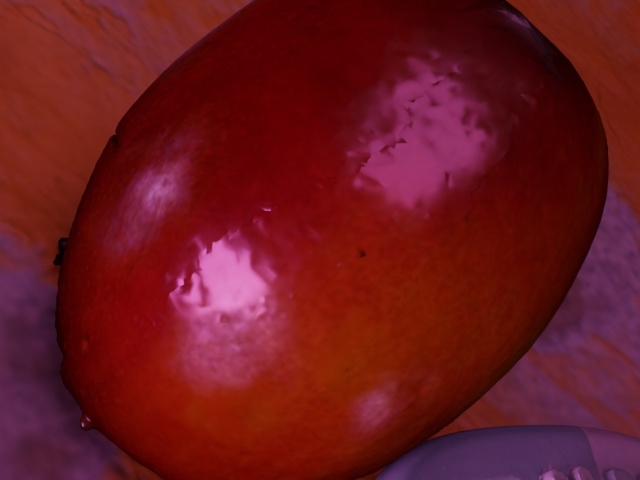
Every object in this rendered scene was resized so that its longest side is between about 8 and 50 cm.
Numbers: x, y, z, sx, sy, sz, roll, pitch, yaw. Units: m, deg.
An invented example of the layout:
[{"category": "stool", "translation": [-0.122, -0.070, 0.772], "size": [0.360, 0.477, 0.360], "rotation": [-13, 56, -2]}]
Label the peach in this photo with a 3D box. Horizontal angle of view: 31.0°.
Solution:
[{"category": "peach", "translation": [0.000, 0.000, 0.463], "size": [0.196, 0.226, 0.190], "rotation": [39, -7, 48]}]

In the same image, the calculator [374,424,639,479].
[{"category": "calculator", "translation": [0.105, 0.165, 0.478], "size": [0.295, 0.042, 0.184], "rotation": [4, 57, -36]}]
